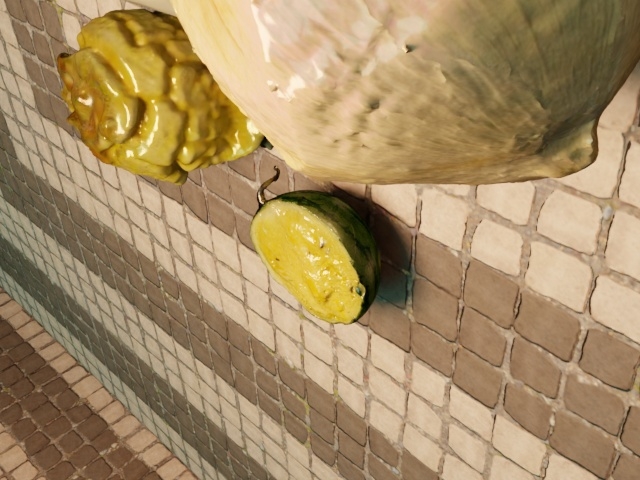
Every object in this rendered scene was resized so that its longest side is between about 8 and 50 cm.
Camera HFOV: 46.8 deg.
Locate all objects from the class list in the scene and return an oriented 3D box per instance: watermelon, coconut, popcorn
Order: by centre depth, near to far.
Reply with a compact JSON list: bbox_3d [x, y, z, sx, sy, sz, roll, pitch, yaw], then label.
[{"bbox_3d":[0.089,-0.205,0.563,0.405,0.405,0.404,33,140,32],"label":"coconut"},{"bbox_3d":[0.004,0.007,1.078,0.232,0.127,0.204,50,147,6],"label":"watermelon"},{"bbox_3d":[-0.261,-0.214,1.134,0.293,0.237,0.293,30,135,35],"label":"popcorn"}]

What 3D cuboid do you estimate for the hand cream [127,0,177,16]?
[{"bbox_3d":[-0.226,-0.380,1.061,0.341,0.124,0.078,29,171,33],"label":"hand cream"}]
